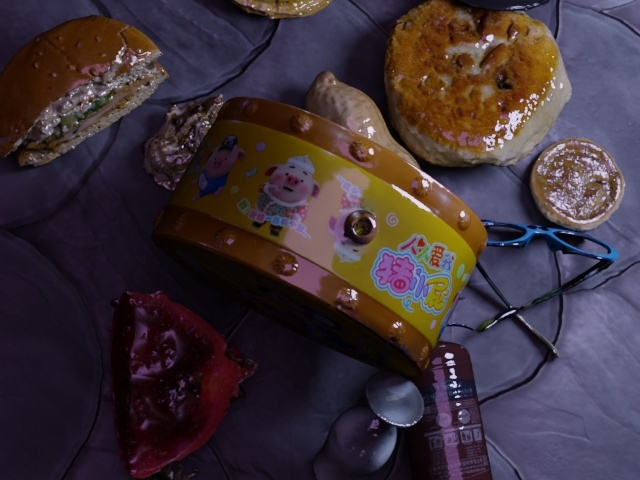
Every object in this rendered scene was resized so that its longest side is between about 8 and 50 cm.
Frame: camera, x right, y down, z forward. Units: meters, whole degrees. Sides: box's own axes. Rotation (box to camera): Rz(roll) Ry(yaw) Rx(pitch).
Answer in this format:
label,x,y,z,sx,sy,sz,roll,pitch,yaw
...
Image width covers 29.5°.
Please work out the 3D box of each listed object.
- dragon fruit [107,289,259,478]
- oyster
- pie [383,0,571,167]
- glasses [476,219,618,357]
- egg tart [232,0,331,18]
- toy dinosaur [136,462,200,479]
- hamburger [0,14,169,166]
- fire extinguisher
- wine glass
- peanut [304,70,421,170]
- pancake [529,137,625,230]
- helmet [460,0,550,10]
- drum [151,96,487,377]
label,x,y,z,sx,sy,sz,roll,pitch,yaw
dragon fruit,-0.200,0.196,1.742,0.211,0.134,0.262,2,93,-15
oyster,-0.207,-0.157,1.850,0.108,0.053,0.165,31,85,14
pie,0.233,-0.253,1.861,0.315,0.092,0.315,2,65,-5
glasses,0.320,0.064,1.804,0.239,0.102,0.207,5,77,-3
egg tart,-0.063,-0.465,1.900,0.241,0.106,0.241,2,78,-8
toy dinosaur,-0.205,0.351,1.754,0.120,0.029,0.060,30,93,-2
hamburger,-0.381,-0.237,1.809,0.283,0.144,0.156,-34,81,-8
fire extinguisher,0.183,0.255,1.750,0.135,0.114,0.337,-7,79,-17
wine glass,0.061,0.272,1.690,0.093,0.202,0.093,16,46,-18
peanut,0.060,-0.143,1.828,0.117,0.101,0.263,-39,77,32
pancake,0.397,-0.089,1.876,0.158,0.028,0.158,3,70,-8
helmet,0.295,-0.485,1.870,0.279,0.160,0.230,-23,61,-16
drum,0.000,0.000,1.634,0.431,0.431,0.214,27,79,3
